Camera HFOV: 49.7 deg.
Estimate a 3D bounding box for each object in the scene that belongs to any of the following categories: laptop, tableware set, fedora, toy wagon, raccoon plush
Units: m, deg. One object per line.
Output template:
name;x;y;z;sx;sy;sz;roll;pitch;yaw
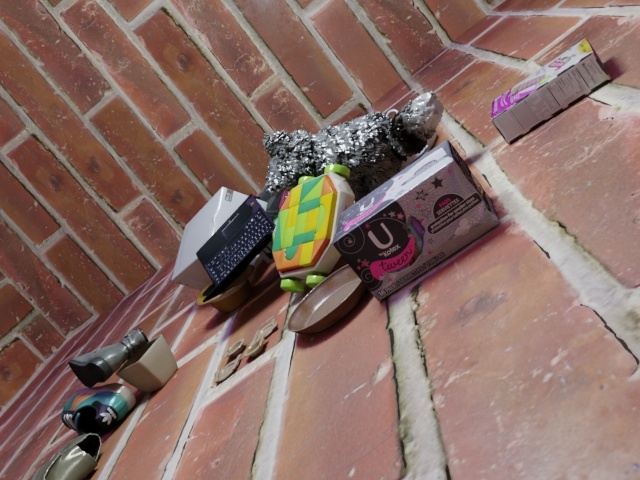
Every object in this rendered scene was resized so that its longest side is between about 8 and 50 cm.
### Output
laptop;-0.234;0.012;1.766;0.234;0.136;0.264;-45;51;8
tableware set;-0.161;0.231;1.471;0.168;0.020;0.141;-36;13;16
fedora;-0.250;0.143;1.901;0.194;0.079;0.194;-30;15;9
toy wagon;-0.038;-0.018;1.551;0.344;0.068;0.267;-15;62;58
raccoon plush;0.046;-0.247;1.628;0.446;0.299;0.216;123;144;-51

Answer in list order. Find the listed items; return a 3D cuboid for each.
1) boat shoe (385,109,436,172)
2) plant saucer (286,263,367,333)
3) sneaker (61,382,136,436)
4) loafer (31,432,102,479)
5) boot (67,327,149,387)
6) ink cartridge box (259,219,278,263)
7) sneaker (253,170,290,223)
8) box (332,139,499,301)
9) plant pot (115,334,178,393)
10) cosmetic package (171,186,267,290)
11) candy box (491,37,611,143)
boat shoe;0.215;-0.268;1.824;0.136;0.156;0.367;-32;15;31
plant saucer;0.022;0.115;1.312;0.198;0.036;0.198;-38;12;9
sneaker;-0.600;0.449;1.768;0.302;0.108;0.121;-27;13;40
loafer;-0.541;0.487;1.491;0.087;0.094;0.251;-42;12;7
boot;-0.545;0.299;1.795;0.246;0.083;0.161;-15;20;50
ink cartridge box;-0.095;-0.008;1.885;0.127;0.072;0.175;-45;13;-22
sneaker;-0.067;-0.156;2.081;0.482;0.202;0.185;-29;-9;33
box;0.161;-0.038;1.208;0.247;0.142;0.163;-36;13;18
plant pot;-0.428;0.321;1.747;0.109;0.096;0.109;-31;15;36
cosmetic package;-0.318;0.010;2.127;0.385;0.156;0.217;-28;47;59
candy box;0.473;-0.313;1.442;0.233;0.071;0.159;-33;13;26
